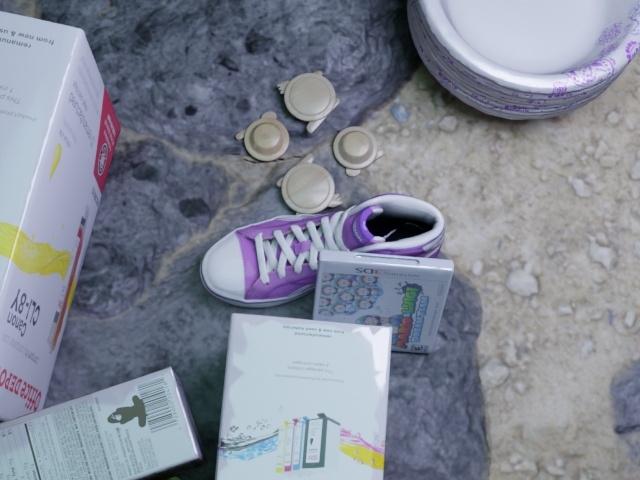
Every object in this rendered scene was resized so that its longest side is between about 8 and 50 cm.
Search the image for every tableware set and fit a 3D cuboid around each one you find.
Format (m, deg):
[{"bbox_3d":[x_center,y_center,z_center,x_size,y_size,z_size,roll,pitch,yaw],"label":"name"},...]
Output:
[{"bbox_3d":[-0.013,-0.118,1.251,0.141,0.020,0.168,-38,80,-10],"label":"tableware set"}]

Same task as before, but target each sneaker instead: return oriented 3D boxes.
[{"bbox_3d":[0.000,-0.001,1.147,0.282,0.161,0.102,-11,76,-4],"label":"sneaker"}]

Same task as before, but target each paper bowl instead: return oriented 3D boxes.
[{"bbox_3d":[0.247,-0.282,1.244,0.284,0.148,0.284,1,73,-3],"label":"paper bowl"}]

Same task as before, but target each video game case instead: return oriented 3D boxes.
[{"bbox_3d":[0.064,0.071,1.134,0.143,0.157,0.019,4,50,-2],"label":"video game case"}]

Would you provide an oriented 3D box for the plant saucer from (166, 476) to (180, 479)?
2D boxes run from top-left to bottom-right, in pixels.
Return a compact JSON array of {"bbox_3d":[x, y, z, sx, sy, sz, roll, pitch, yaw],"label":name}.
[{"bbox_3d":[-0.261,0.324,1.099,0.188,0.045,0.188,15,74,2],"label":"plant saucer"}]

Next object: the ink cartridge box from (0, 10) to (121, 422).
[{"bbox_3d":[-0.347,-0.007,1.070,0.160,0.279,0.384,12,74,0],"label":"ink cartridge box"}]

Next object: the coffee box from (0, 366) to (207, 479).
[{"bbox_3d":[-0.248,0.218,1.034,0.246,0.141,0.098,-18,76,-6],"label":"coffee box"}]

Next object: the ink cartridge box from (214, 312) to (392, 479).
[{"bbox_3d":[-0.020,0.211,1.078,0.168,0.171,0.232,5,74,-1],"label":"ink cartridge box"}]
